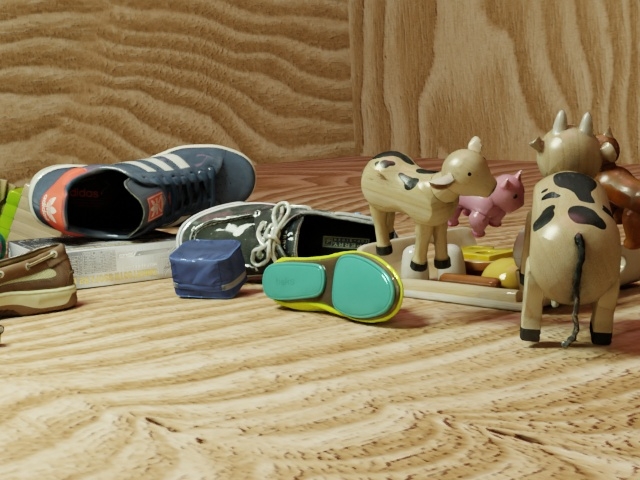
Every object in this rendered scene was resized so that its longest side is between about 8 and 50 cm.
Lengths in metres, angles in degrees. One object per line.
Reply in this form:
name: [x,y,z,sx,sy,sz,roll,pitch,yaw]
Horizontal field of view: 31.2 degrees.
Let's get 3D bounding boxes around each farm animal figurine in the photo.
farm animal figurine: [0.221,-0.035,1.157,0.330,0.172,0.326,-6,31,-7]

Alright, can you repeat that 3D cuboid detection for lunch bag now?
lunch bag: [-0.147,0.040,1.476,0.098,0.065,0.067,1,24,23]

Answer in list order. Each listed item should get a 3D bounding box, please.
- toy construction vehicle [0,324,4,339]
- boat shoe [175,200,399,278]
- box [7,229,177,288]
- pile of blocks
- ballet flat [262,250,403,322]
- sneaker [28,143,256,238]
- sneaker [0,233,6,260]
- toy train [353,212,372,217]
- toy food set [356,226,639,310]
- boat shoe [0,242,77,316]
toy construction vehicle: [-0.401,0.104,1.236,0.098,0.035,0.086,-11,22,-35]
boat shoe: [-0.047,0.002,1.544,0.306,0.113,0.105,7,-6,4]
box: [-0.322,0.026,1.683,0.231,0.056,0.183,-7,9,-29]
pile of blocks: [-0.581,-0.038,1.922,0.362,0.149,0.112,-3,8,2]
ballet flat: [0.030,0.051,1.313,0.077,0.077,0.231,9,-4,-41]
sneaker: [-0.242,-0.062,1.689,0.350,0.131,0.148,-11,17,-24]
sneaker: [-0.596,0.016,1.657,0.296,0.123,0.178,-5,-2,-24]
toy train: [0.000,0.000,1.683,0.184,0.080,0.105,-6,2,-18]
toy food set: [0.228,0.014,1.413,0.220,0.092,0.306,-10,11,-42]
boat shoe: [-0.426,0.049,1.395,0.257,0.095,0.095,-9,9,-37]
